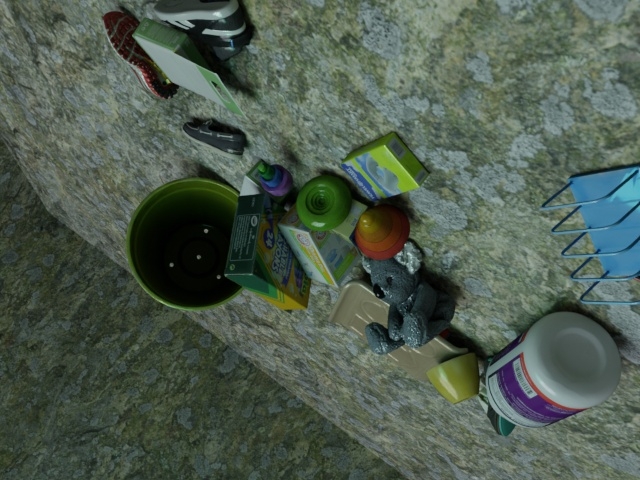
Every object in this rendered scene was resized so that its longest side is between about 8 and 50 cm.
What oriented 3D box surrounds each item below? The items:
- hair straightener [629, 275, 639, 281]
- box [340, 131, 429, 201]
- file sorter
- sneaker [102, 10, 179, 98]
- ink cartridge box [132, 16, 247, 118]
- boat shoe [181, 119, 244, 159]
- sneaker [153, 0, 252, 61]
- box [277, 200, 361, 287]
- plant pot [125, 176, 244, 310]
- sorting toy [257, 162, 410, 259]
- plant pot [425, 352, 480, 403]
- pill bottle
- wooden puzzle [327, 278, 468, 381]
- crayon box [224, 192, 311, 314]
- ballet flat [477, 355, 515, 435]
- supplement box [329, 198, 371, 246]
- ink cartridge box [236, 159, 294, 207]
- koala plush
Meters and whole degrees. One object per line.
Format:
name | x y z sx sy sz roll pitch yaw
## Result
hair straightener | 0.557 0.062 0.934 0.230 0.047 0.089 32 155 30
box | 0.115 -0.136 1.241 0.109 0.042 0.178 47 154 -15
file sorter | 0.411 -0.003 0.919 0.118 0.104 0.170 -7 113 59
sneaker | -0.426 -0.419 1.476 0.092 0.088 0.225 15 146 46
ink cartridge box | -0.256 -0.356 1.330 0.235 0.056 0.171 27 169 23
boat shoe | -0.259 -0.261 1.570 0.206 0.075 0.065 30 112 32
sneaker | -0.223 -0.399 1.225 0.216 0.079 0.121 19 148 37
box | 0.000 0.000 1.555 0.103 0.114 0.203 15 146 40
plant pot | -0.367 0.033 1.912 0.366 0.366 0.353 40 167 -1
sorting toy | 0.008 -0.084 1.337 0.365 0.127 0.126 27 177 24
plant pot | 0.339 0.348 1.587 0.134 0.134 0.095 108 144 -65
pill bottle | 0.451 0.275 1.302 0.181 0.181 0.323 35 156 11
wooden puzzle | 0.203 0.235 1.728 0.347 0.081 0.322 31 155 6
crayon box | -0.101 0.044 1.588 0.083 0.203 0.323 -3 157 26
ballet flat | 0.449 0.382 1.617 0.096 0.095 0.281 33 147 39
supplement box | 0.062 -0.045 1.410 0.083 0.083 0.056 29 172 25
ink cartridge box | -0.145 -0.110 1.636 0.109 0.062 0.209 38 156 2
koala plush | 0.186 0.115 1.461 0.196 0.203 0.221 -29 89 55
